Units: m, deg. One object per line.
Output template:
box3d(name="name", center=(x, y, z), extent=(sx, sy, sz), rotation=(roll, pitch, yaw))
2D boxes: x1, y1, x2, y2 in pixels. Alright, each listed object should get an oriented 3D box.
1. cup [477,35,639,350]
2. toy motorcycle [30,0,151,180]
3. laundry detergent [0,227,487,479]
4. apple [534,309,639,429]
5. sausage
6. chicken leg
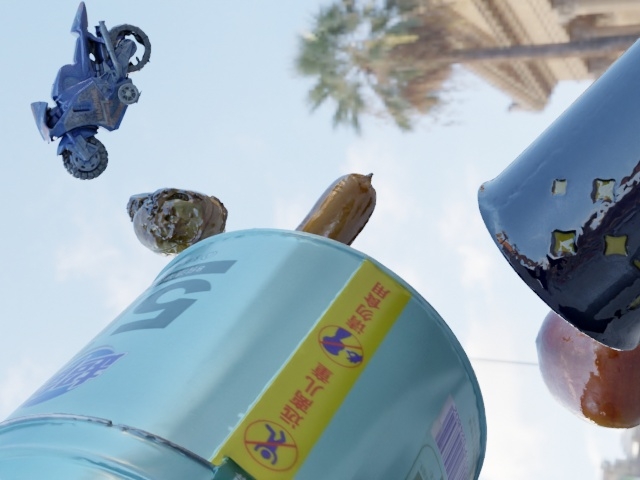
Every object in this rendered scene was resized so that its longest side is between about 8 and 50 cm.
box3d(name="cup", center=(0.298, -0.050, 0.817), extent=(0.255, 0.256, 0.178), rotation=(25, -149, -34))
box3d(name="toy motorcycle", center=(-0.286, -0.180, 1.301), extent=(0.114, 0.076, 0.205), rotation=(22, -93, -18))
box3d(name="laundry detergent", center=(-0.070, 0.182, 0.670), extent=(0.305, 0.287, 0.287), rotation=(-48, -48, -54))
box3d(name="apple", center=(0.398, 0.173, 1.490), extent=(0.199, 0.199, 0.199), rotation=(-6, -83, -60))
box3d(name="sausage", center=(0.000, 0.000, 1.081), extent=(0.062, 0.054, 0.183), rotation=(41, -107, -19))
box3d(name="chicken leg", center=(-0.200, -0.029, 1.380), extent=(0.107, 0.251, 0.087), rotation=(8, -87, -25))
